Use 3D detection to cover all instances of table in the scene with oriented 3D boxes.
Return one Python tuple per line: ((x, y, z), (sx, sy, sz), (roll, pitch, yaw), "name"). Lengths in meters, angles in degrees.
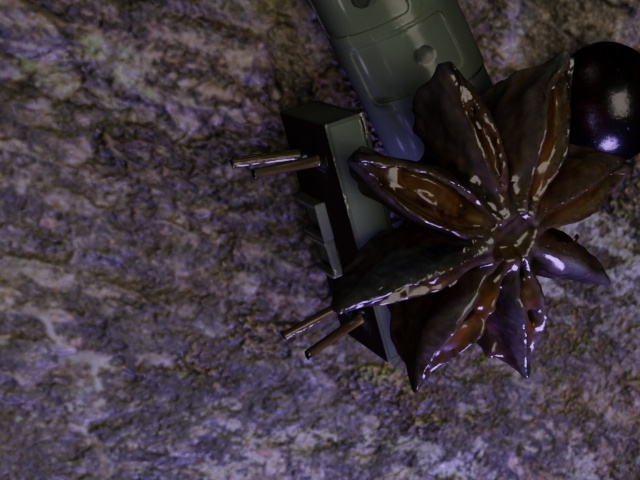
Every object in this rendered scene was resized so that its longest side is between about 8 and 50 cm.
((0.000, 0.000, 1.139), (0.111, 0.121, 0.240), (-21, 108, -16), "table")
((0.080, -0.185, 1.128), (0.126, 0.126, 0.220), (-33, 112, -12), "table")

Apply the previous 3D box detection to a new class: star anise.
((0.142, -0.015, 1.069), (0.332, 0.117, 0.331), (-7, 108, -24), "star anise")

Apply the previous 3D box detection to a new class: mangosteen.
((0.280, -0.141, 1.228), (0.140, 0.140, 0.140), (-5, 103, -20), "mangosteen")
